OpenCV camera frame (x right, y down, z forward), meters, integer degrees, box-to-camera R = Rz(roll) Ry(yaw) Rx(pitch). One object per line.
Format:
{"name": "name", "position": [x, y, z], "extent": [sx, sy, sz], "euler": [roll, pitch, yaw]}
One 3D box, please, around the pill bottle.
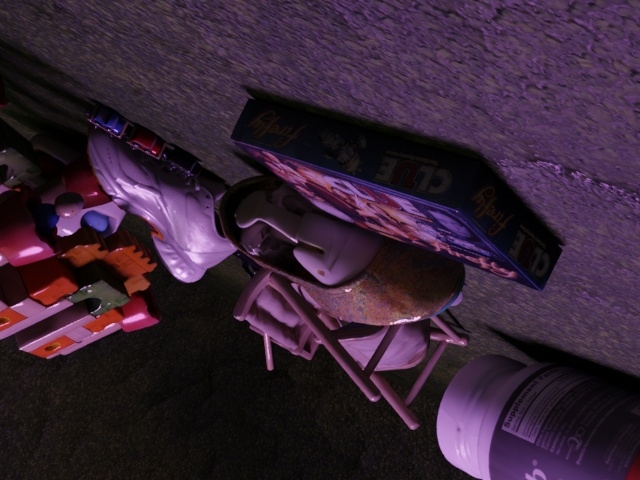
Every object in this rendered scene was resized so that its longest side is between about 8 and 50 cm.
{"name": "pill bottle", "position": [0.337, 0.278, 1.476], "extent": [0.210, 0.210, 0.363], "euler": [33, 170, -38]}

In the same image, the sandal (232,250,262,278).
{"name": "sandal", "position": [-0.128, 0.060, 2.232], "extent": [0.067, 0.040, 0.179], "euler": [19, 169, 46]}

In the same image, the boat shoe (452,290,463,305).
{"name": "boat shoe", "position": [0.122, 0.043, 1.338], "extent": [0.100, 0.035, 0.035], "euler": [24, -160, -6]}

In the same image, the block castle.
{"name": "block castle", "position": [-0.368, -0.038, 1.527], "extent": [0.453, 0.212, 0.303], "euler": [57, -171, -70]}

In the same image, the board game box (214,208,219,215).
{"name": "board game box", "position": [-0.158, -0.021, 1.861], "extent": [0.103, 0.026, 0.154], "euler": [24, 172, 22]}

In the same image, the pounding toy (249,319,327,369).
{"name": "pounding toy", "position": [-0.084, 0.153, 2.174], "extent": [0.094, 0.181, 0.206], "euler": [22, 171, 35]}

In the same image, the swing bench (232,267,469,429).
{"name": "swing bench", "position": [0.048, 0.125, 1.651], "extent": [0.254, 0.165, 0.253], "euler": [30, 175, 24]}

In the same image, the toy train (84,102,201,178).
{"name": "toy train", "position": [-0.216, -0.121, 1.399], "extent": [0.158, 0.027, 0.036], "euler": [29, 169, -16]}

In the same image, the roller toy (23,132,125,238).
{"name": "roller toy", "position": [-0.416, -0.075, 1.869], "extent": [0.209, 0.146, 0.191], "euler": [29, 178, -16]}

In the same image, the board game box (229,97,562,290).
{"name": "board game box", "position": [0.060, -0.040, 0.946], "extent": [0.243, 0.042, 0.165], "euler": [21, 170, 40]}

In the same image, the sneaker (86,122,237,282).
{"name": "sneaker", "position": [-0.195, -0.071, 1.482], "extent": [0.262, 0.121, 0.099], "euler": [53, -162, -29]}

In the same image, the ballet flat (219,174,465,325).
{"name": "ballet flat", "position": [0.000, 0.000, 1.151], "extent": [0.123, 0.123, 0.348], "euler": [32, 173, -33]}
